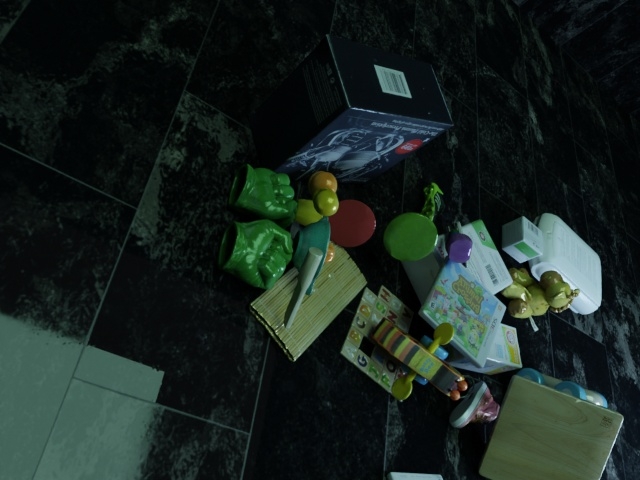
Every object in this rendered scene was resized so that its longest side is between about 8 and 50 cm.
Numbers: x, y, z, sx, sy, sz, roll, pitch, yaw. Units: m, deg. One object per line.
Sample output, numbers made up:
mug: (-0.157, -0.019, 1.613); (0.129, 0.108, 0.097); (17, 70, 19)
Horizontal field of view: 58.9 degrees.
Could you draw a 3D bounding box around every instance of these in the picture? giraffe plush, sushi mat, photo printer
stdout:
giraffe plush: (0.672, 0.160, 1.710); (0.210, 0.171, 0.181); (54, 45, -5)
sushi mat: (-0.015, 0.116, 1.252); (0.151, 0.019, 0.316); (53, 45, -4)
photo printer: (0.825, 0.070, 1.933); (0.308, 0.107, 0.255); (37, 48, -19)

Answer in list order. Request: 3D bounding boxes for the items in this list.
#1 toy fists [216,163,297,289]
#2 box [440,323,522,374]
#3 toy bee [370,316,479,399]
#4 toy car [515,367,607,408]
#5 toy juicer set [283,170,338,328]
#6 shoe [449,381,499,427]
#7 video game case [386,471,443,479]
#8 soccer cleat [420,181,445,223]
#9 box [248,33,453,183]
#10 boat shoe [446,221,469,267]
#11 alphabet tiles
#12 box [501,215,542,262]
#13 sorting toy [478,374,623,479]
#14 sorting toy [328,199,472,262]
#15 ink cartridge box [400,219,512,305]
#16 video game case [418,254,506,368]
toy fists: (-0.119, -0.033, 1.190); (0.142, 0.096, 0.278); (25, 53, -30)
box: (0.416, 0.274, 1.479); (0.203, 0.103, 0.114); (20, 57, -32)
toy bee: (0.261, 0.278, 1.270); (0.299, 0.162, 0.195); (14, 97, -11)
toy car: (0.623, 0.490, 1.523); (0.219, 0.210, 0.237); (27, 80, -45)
toy juicer set: (0.000, 0.000, 1.170); (0.090, 0.209, 0.328); (16, 50, -14)
shoe: (0.386, 0.427, 1.400); (0.081, 0.063, 0.178); (55, 40, 4)
video game case: (0.225, 0.556, 1.186); (0.157, 0.019, 0.143); (18, 30, -33)
soccer cleat: (0.326, -0.093, 1.627); (0.072, 0.060, 0.178); (36, 46, -23)
box: (0.068, -0.281, 1.326); (0.344, 0.313, 0.178); (-2, 70, -41)
boat shoe: (0.350, 0.013, 1.441); (0.046, 0.038, 0.125); (31, 47, -64)
alphabet tiles: (0.154, 0.228, 1.347); (0.198, 0.009, 0.237); (41, 48, -17)
box: (0.653, -0.002, 1.837); (0.101, 0.087, 0.101); (33, 51, -24)
sorting toy: (0.544, 0.480, 1.370); (0.257, 0.255, 0.089); (19, 5, 8)
sorting toy: (0.188, -0.037, 1.378); (0.366, 0.126, 0.126); (13, 26, -6)
ink cartridge box: (0.369, 0.079, 1.530); (0.278, 0.117, 0.201); (-18, 80, -44)
video game case: (0.349, 0.169, 1.373); (0.212, 0.023, 0.193); (42, 55, -12)
